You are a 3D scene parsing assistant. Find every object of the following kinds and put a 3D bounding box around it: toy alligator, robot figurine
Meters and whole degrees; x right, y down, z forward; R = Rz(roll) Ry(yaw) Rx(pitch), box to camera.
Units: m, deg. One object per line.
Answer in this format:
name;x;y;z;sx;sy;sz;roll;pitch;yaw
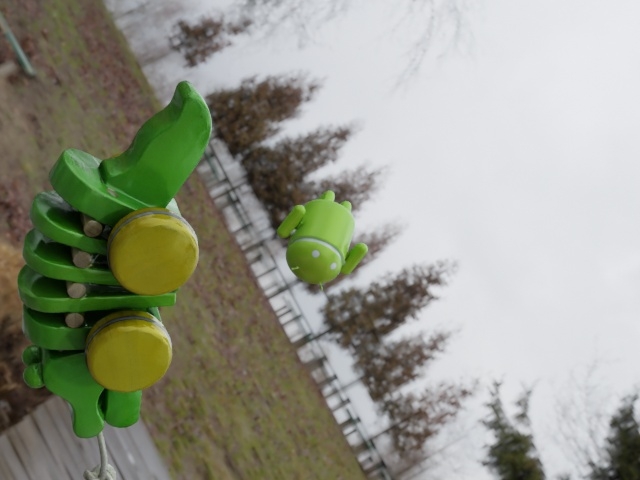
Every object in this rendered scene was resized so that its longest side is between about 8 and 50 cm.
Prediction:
toy alligator;-0.083;0.031;0.344;0.056;0.051;0.189;-120;-137;-54
robot figurine;0.000;0.000;1.110;0.101;0.115;0.067;33;-37;-18
